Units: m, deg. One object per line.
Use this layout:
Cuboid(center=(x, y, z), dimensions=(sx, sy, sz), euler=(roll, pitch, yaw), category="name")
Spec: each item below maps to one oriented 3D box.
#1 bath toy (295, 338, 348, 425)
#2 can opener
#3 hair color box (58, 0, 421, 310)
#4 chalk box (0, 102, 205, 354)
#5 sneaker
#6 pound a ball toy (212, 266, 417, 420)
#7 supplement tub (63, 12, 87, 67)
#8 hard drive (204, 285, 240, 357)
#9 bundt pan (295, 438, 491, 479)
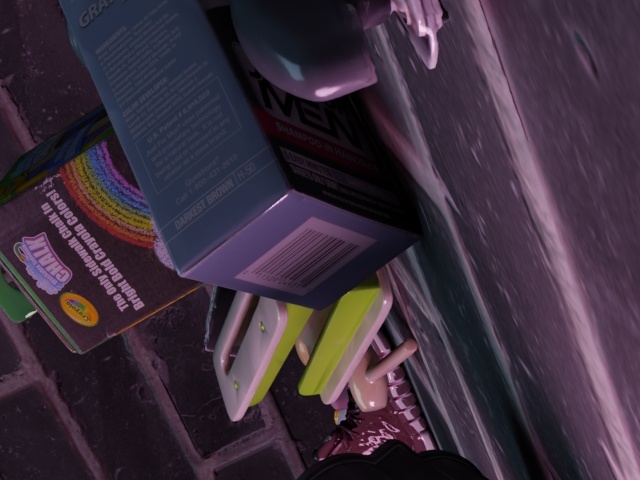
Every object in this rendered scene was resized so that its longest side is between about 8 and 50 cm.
Cuboid(center=(0.046, 0.197, 2.172), dimensions=(0.129, 0.151, 0.348), euler=(2, 127, 37), category="bath toy")
Cuboid(center=(-0.024, -0.167, 0.608), dimensions=(0.076, 0.095, 0.283), euler=(70, 174, -48), category="can opener")
Cuboid(center=(-0.083, -0.139, 1.093), dimensions=(0.185, 0.113, 0.374), euler=(18, -140, -56), category="hair color box")
Cuboid(center=(-0.216, -0.023, 1.410), dimensions=(0.180, 0.289, 0.179), euler=(56, -162, -18), category="chalk box")
Cuboid(center=(0.048, 0.232, 1.922), dimensions=(0.106, 0.162, 0.281), euler=(-131, 16, -80), category="sneaker")
Cuboid(center=(0.002, 0.085, 1.540), dimensions=(0.319, 0.208, 0.136), euler=(114, 143, -58), category="pound a ball toy")
Cuboid(center=(-0.210, -0.304, 1.637), dimensions=(0.316, 0.193, 0.194), euler=(-111, 0, -46), category="supplement tub")
Cuboid(center=(-0.091, -0.009, 1.846), dimensions=(0.339, 0.064, 0.237), euler=(-84, 7, -75), category="hard drive")
Cuboid(center=(0.073, 0.317, 0.997), dimensions=(0.124, 0.331, 0.331), euler=(7, 126, 57), category="bundt pan")
